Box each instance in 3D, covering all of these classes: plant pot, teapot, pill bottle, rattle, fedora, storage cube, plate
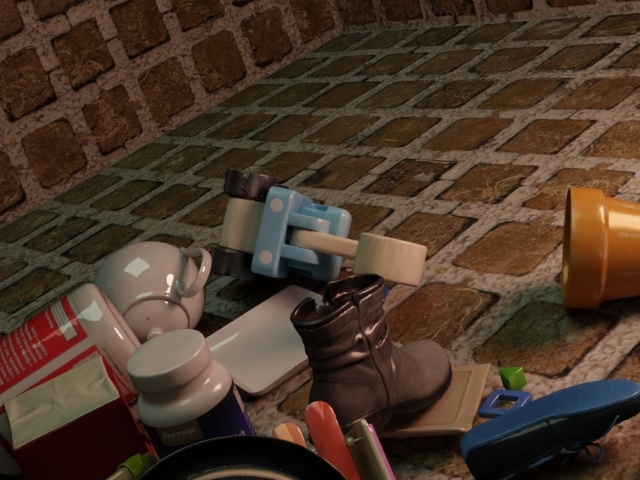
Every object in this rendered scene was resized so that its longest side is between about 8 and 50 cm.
[{"bbox_3d":[0.508,0.016,1.667,0.188,0.205,0.205,3,28,10],"label":"plant pot"},{"bbox_3d":[-0.340,0.136,2.015,0.253,0.255,0.187,-10,36,-11],"label":"teapot"},{"bbox_3d":[-0.524,0.277,1.811,0.408,0.229,0.229,-34,26,-8],"label":"pill bottle"},{"bbox_3d":[-0.311,0.425,1.511,0.200,0.142,0.130,-41,9,2],"label":"rattle"},{"bbox_3d":[-0.098,0.382,1.160,0.334,0.333,0.152,-23,-8,-8],"label":"fedora"},{"bbox_3d":[-0.396,0.341,1.649,0.215,0.193,0.184,-25,24,-13],"label":"storage cube"},{"bbox_3d":[-0.191,0.278,1.532,0.153,0.264,0.153,-17,24,8],"label":"pill bottle"},{"bbox_3d":[-0.082,0.195,1.901,0.277,0.045,0.278,-31,26,-26],"label":"plate"}]

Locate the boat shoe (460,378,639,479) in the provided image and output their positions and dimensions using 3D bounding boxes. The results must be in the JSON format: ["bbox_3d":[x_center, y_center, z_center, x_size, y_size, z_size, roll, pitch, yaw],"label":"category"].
[{"bbox_3d":[0.326,0.268,1.380,0.258,0.089,0.109,-20,10,12],"label":"boat shoe"}]

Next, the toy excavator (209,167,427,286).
[{"bbox_3d":[0.000,0.000,2.015,0.446,0.222,0.433,11,-1,9],"label":"toy excavator"}]

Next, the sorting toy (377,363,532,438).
[{"bbox_3d":[0.167,0.262,1.563,0.348,0.047,0.196,-8,22,25],"label":"sorting toy"}]

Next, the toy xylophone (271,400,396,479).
[{"bbox_3d":[-0.046,0.369,1.289,0.323,0.081,0.236,-28,69,-10],"label":"toy xylophone"}]

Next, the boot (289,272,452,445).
[{"bbox_3d":[0.091,0.149,1.475,0.118,0.222,0.338,3,16,32],"label":"boot"}]

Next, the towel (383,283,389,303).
[{"bbox_3d":[0.075,0.110,1.981,0.120,0.029,0.067,-10,25,22],"label":"towel"}]
